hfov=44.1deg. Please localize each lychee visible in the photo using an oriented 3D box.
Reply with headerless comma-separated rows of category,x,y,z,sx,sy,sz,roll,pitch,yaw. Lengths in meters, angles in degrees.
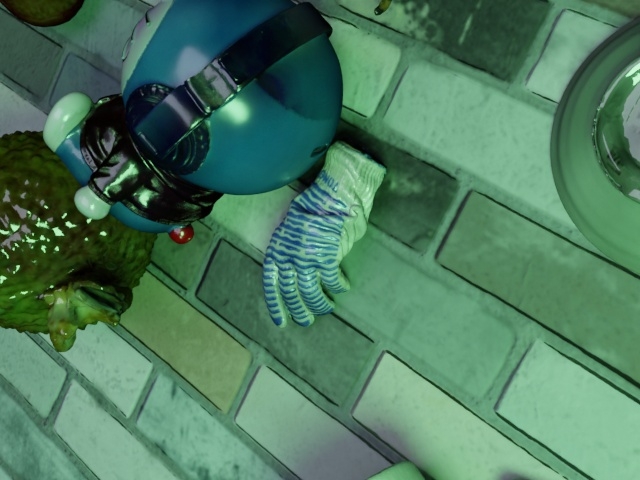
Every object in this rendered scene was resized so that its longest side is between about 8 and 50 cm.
lychee,-0.337,-0.006,0.980,0.270,0.270,0.320,-43,80,22

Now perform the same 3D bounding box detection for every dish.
dish,0.317,-0.093,0.680,0.260,0.085,0.260,-3,85,32

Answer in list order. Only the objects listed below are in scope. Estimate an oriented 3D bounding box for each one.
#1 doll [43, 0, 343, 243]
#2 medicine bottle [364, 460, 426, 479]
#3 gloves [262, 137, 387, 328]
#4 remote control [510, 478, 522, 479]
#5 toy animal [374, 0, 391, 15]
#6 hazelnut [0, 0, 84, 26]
doll,-0.119,-0.143,0.853,0.310,0.284,0.240,-39,94,31
medicine bottle,0.114,0.403,0.696,0.211,0.211,0.371,-47,64,20
gloves,-0.003,-0.004,0.878,0.119,0.097,0.229,42,116,59
remote control,0.246,0.289,0.725,0.190,0.029,0.087,14,93,29
toy animal,0.109,-0.361,0.837,0.114,0.116,0.255,47,117,51
hazelnut,-0.399,-0.405,1.110,0.178,0.178,0.204,11,123,32
